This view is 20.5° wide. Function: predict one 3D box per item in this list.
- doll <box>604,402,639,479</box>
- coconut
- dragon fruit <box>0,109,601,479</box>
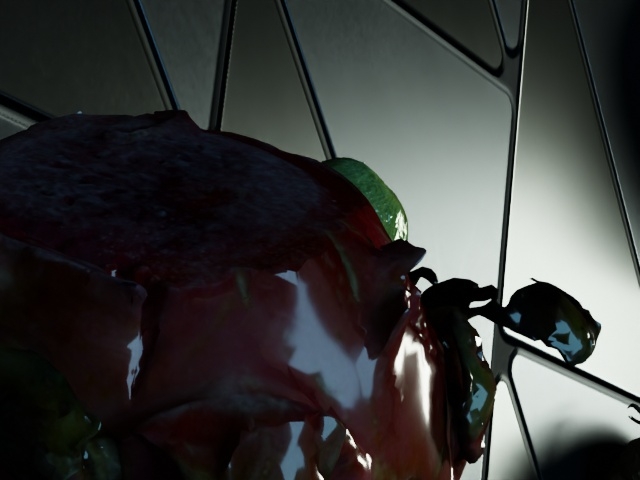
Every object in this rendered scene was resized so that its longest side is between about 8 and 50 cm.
[{"bbox_3d":[0.305,0.199,1.414,0.221,0.105,0.115,23,62,-53],"label":"doll"},{"bbox_3d":[0.000,0.000,0.961,0.088,0.096,0.088,60,2,-3],"label":"coconut"},{"bbox_3d":[-0.067,0.107,0.690,0.269,0.250,0.291,-25,125,-48],"label":"dragon fruit"}]
